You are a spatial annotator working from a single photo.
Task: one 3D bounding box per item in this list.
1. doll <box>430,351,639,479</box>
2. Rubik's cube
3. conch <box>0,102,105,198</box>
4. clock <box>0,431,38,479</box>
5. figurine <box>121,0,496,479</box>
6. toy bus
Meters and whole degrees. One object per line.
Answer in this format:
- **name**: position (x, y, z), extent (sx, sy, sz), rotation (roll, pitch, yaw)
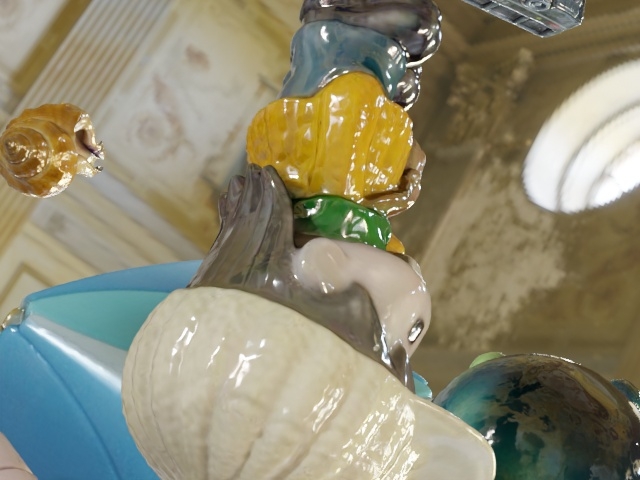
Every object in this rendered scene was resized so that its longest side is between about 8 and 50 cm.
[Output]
- **doll**: position (0.175, 0.179, 1.099), extent (0.198, 0.186, 0.322), rotation (42, 17, 9)
- **Rubik's cube**: position (-0.129, 0.246, 1.370), extent (0.352, 0.352, 0.347), rotation (27, 20, 26)
- **conch**: position (-0.313, -0.103, 1.607), extent (0.093, 0.109, 0.330), rotation (4, 1, 1)
- **clock**: position (-0.345, 0.255, 0.813), extent (0.326, 0.342, 0.184), rotation (10, 16, -36)
- **figurine**: position (-0.017, 0.015, 0.816), extent (0.205, 0.332, 0.185), rotation (-3, -24, -8)
- **toy bus**: position (0.127, -0.206, 1.064), extent (0.166, 0.047, 0.065), rotation (20, -18, -26)
